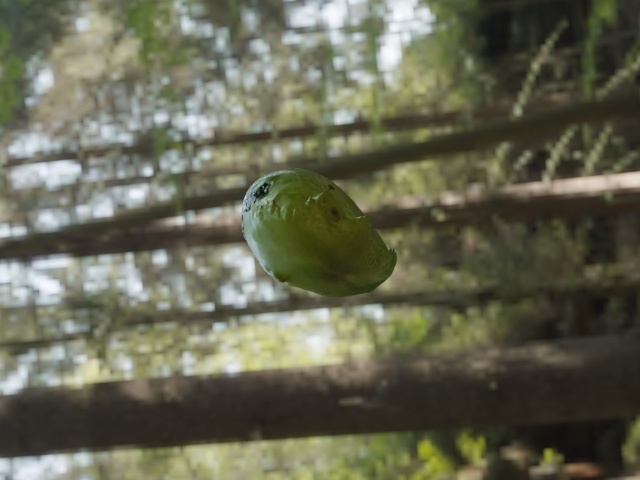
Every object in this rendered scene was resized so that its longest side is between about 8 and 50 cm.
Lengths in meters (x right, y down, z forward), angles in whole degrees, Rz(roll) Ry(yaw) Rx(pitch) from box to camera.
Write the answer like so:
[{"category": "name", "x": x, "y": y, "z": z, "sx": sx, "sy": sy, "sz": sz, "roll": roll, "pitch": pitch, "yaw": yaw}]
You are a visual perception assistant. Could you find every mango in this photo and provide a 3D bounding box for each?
[{"category": "mango", "x": -0.001, "y": 0.001, "z": 1.582, "sx": 0.178, "sy": 0.100, "sz": 0.119, "roll": 32, "pitch": -172, "yaw": -49}]
